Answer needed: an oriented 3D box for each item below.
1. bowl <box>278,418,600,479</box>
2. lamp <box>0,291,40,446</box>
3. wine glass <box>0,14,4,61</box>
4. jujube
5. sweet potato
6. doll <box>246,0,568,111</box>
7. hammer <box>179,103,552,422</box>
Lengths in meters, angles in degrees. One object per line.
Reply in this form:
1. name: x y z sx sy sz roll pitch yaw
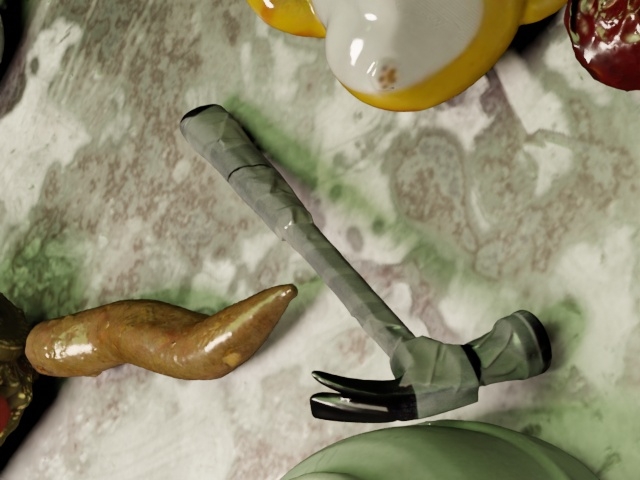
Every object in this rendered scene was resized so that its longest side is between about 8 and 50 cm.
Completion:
1. bowl: 0.037 0.245 1.049 0.307 0.163 0.307 -29 48 38
2. lamp: -0.360 0.153 1.474 0.274 0.177 0.177 -50 47 19
3. wine glass: -0.346 -0.224 1.630 0.126 0.126 0.241 26 92 46
4. jujube: 0.230 -0.158 1.066 0.166 0.104 0.104 -37 52 16
5. sweet potato: -0.119 0.077 1.347 0.281 0.059 0.067 -3 53 42
6. doll: 0.035 -0.205 1.229 0.270 0.162 0.166 39 127 39
7. hammer: 0.000 -0.001 1.246 0.427 0.152 0.044 -129 26 -52
